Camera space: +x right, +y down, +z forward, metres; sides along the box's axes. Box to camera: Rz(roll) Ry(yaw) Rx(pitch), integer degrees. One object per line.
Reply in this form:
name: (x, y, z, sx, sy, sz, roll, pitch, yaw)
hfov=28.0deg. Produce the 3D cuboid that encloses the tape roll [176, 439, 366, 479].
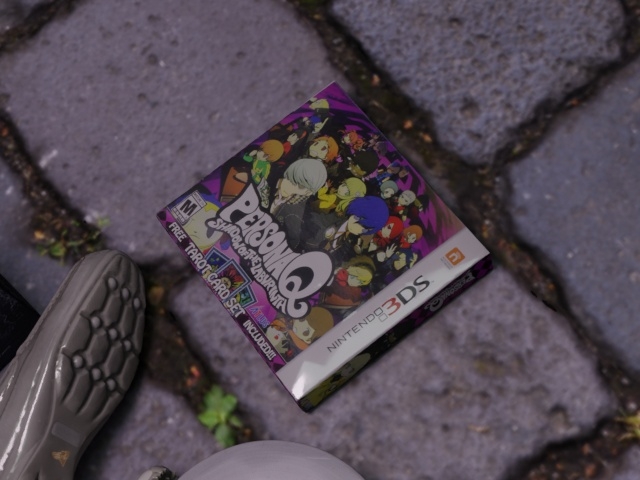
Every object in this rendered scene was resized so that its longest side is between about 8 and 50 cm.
tape roll: (-0.036, 0.273, 1.018, 0.219, 0.072, 0.219, -5, 68, 12)

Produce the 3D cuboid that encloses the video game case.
video game case: (0.000, 0.000, 1.138, 0.210, 0.042, 0.232, -37, 65, -5)

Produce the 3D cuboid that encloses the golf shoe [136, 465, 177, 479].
golf shoe: (-0.186, 0.259, 1.065, 0.086, 0.069, 0.176, 20, 73, 26)

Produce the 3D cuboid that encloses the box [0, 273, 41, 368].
box: (-0.352, 0.077, 1.126, 0.093, 0.158, 0.156, 40, 82, 24)

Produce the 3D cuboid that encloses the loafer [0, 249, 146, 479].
loafer: (-0.247, 0.149, 1.098, 0.111, 0.112, 0.319, 5, 61, 34)
